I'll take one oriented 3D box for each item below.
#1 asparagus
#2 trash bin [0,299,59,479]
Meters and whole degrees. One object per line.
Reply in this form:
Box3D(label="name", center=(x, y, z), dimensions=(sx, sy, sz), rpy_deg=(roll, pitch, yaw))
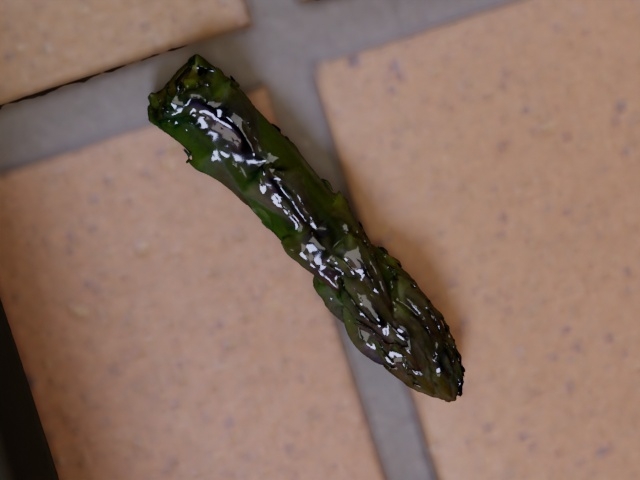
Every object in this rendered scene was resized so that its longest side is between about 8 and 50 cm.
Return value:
Box3D(label="asparagus", center=(0.000, 0.000, 0.547), dimensions=(0.036, 0.030, 0.165), rpy_deg=(-44, 100, -22))
Box3D(label="trash bin", center=(-0.169, 0.109, 0.506), dimensions=(0.164, 0.122, 0.240), rpy_deg=(-13, 98, -4))
